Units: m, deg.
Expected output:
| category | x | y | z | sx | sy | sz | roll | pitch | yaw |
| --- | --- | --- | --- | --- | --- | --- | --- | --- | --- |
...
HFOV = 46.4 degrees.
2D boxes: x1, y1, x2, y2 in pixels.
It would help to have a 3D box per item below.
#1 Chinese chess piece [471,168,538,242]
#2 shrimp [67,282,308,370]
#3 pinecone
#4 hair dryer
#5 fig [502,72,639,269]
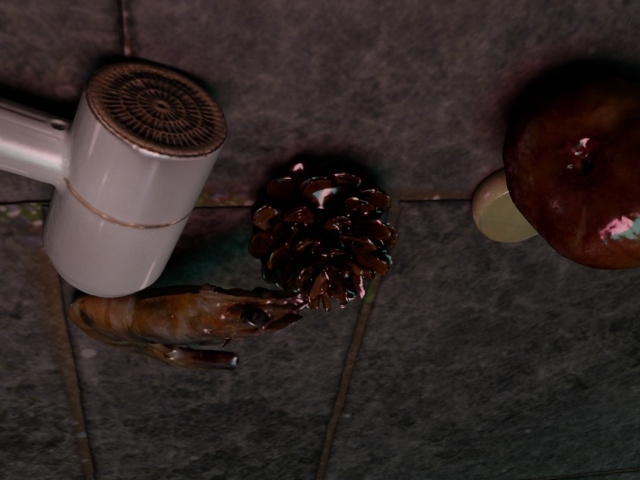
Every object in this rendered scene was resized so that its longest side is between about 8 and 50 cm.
| category | x | y | z | sx | sy | sz | roll | pitch | yaw |
| --- | --- | --- | --- | --- | --- | --- | --- | --- | --- |
| Chinese chess piece | 0.190 | -0.035 | 0.736 | 0.084 | 0.034 | 0.084 | -5 | 137 | -5 |
| shrimp | -0.111 | 0.090 | 0.711 | 0.295 | 0.058 | 0.169 | -4 | 151 | 34 |
| pinecone | 0.002 | -0.001 | 0.664 | 0.140 | 0.121 | 0.140 | -4 | 130 | -5 |
| hair dryer | -0.264 | -0.080 | 0.550 | 0.357 | 0.108 | 0.173 | 19 | 129 | -18 |
| fig | 0.287 | -0.062 | 0.661 | 0.274 | 0.170 | 0.146 | -3 | 136 | -39 |
